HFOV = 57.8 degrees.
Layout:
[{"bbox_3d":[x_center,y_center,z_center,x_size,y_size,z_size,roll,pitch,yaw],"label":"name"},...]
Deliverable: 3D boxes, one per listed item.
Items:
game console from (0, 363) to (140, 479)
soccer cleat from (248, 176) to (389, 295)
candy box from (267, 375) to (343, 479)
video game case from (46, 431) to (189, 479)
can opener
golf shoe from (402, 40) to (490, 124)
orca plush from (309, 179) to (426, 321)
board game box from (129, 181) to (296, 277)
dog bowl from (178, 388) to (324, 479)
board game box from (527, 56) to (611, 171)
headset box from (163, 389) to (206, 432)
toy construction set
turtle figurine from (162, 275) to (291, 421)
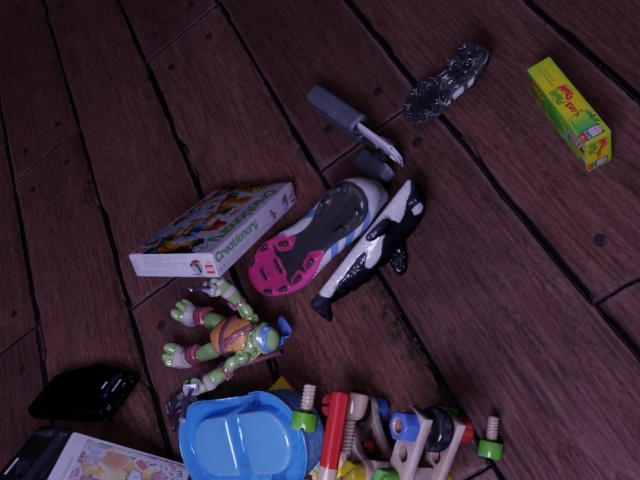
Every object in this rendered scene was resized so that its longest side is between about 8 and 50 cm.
[{"bbox_3d":[-0.527,0.382,1.134,0.213,0.044,0.361,-6,32,26],"label":"game console"},{"bbox_3d":[0.000,0.000,1.103,0.331,0.143,0.116,-39,79,33],"label":"soccer cleat"},{"bbox_3d":[-0.041,0.346,1.009,0.105,0.027,0.206,-46,56,0],"label":"candy box"},{"bbox_3d":[-0.351,0.438,0.985,0.206,0.226,0.026,-88,20,-64],"label":"video game case"},{"bbox_3d":[0.058,-0.215,1.175,0.095,0.076,0.283,-48,54,1],"label":"can opener"},{"bbox_3d":[0.248,-0.292,1.118,0.198,0.093,0.077,-38,74,37],"label":"golf shoe"},{"bbox_3d":[0.107,0.034,1.024,0.102,0.151,0.287,38,77,1],"label":"orca plush"},{"bbox_3d":[-0.199,-0.027,1.135,0.192,0.053,0.305,-1,28,27],"label":"board game box"},{"bbox_3d":[-0.116,0.335,0.976,0.297,0.074,0.166,-20,81,37],"label":"dog bowl"},{"bbox_3d":[0.416,-0.212,0.972,0.043,0.092,0.181,-30,58,12],"label":"board game box"},{"bbox_3d":[-0.257,0.324,1.130,0.083,0.032,0.062,-37,56,11],"label":"headset box"},{"bbox_3d":[0.072,0.336,0.805,0.257,0.308,0.237,1,74,37],"label":"toy construction set"},{"bbox_3d":[-0.221,0.168,1.058,0.266,0.274,0.198,-10,98,48],"label":"turtle figurine"}]
